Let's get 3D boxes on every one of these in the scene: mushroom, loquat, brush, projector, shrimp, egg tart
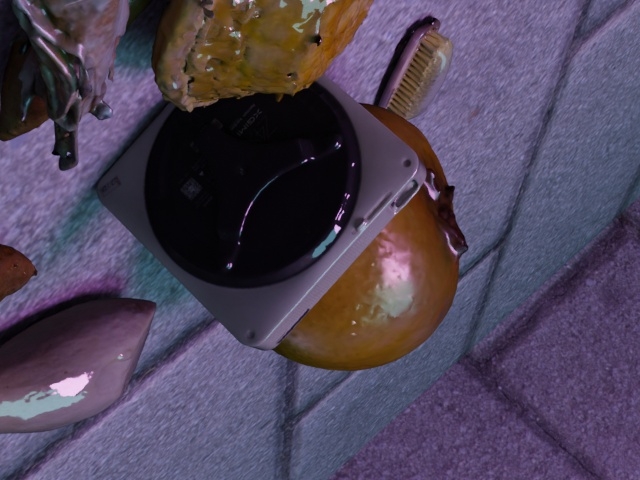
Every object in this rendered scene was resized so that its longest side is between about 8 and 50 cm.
[{"bbox_3d":[-0.310,0.147,1.362,0.350,0.128,0.128,-16,144,-48],"label":"mushroom"},{"bbox_3d":[0.000,0.000,1.477,0.359,0.328,0.328,-11,172,22],"label":"loquat"},{"bbox_3d":[0.106,-0.170,1.690,0.072,0.067,0.313,-28,155,-44],"label":"brush"},{"bbox_3d":[-0.067,-0.062,1.248,0.257,0.259,0.079,-48,160,2],"label":"projector"},{"bbox_3d":[-0.251,-0.161,0.874,0.247,0.085,0.360,-17,148,-2],"label":"shrimp"},{"bbox_3d":[-0.022,-0.237,1.085,0.341,0.132,0.341,-58,175,-7],"label":"egg tart"}]

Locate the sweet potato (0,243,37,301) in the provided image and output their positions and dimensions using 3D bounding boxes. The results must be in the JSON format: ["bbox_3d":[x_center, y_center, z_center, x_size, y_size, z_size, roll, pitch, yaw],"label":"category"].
[{"bbox_3d":[-0.414,0.124,1.140,0.341,0.092,0.114,-43,177,-8],"label":"sweet potato"}]

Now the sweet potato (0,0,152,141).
[{"bbox_3d":[-0.170,-0.224,1.015,0.346,0.079,0.108,-48,-171,-2],"label":"sweet potato"}]
